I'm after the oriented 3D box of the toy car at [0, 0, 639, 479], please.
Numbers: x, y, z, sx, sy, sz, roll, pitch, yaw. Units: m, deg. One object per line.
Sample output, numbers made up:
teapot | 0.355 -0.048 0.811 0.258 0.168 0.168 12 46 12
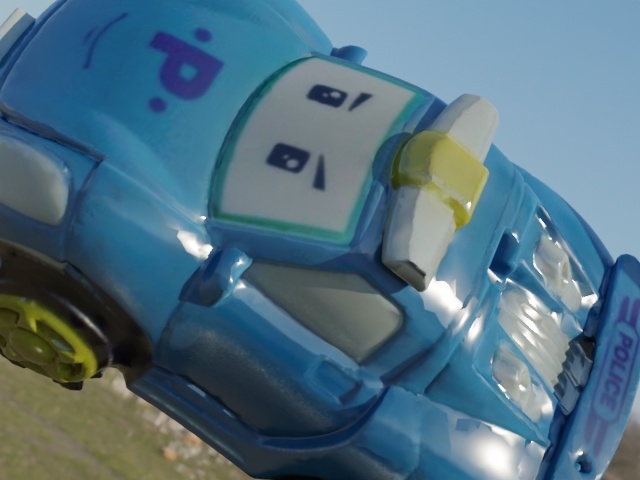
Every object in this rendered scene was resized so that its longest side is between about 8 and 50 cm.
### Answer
toy car | 0.000 0.000 0.511 0.314 0.198 0.166 39 -37 -12
